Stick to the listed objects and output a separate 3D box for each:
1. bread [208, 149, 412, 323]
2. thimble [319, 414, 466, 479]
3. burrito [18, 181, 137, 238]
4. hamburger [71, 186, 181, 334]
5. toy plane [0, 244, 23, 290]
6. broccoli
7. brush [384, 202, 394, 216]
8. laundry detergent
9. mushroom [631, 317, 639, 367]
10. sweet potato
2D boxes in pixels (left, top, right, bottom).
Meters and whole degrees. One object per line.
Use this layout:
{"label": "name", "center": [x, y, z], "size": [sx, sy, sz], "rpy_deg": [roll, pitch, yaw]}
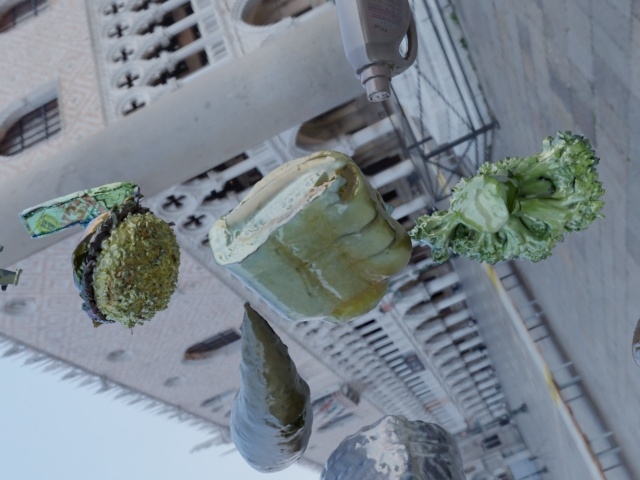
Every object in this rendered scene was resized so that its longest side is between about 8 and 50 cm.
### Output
{"label": "bread", "center": [0.000, 0.000, 1.232], "size": [0.341, 0.300, 0.210], "rpy_deg": [42, -163, -39]}
{"label": "thimble", "center": [0.104, 0.379, 0.937], "size": [0.157, 0.217, 0.246], "rpy_deg": [-93, 20, -51]}
{"label": "burrito", "center": [-0.512, -0.052, 1.398], "size": [0.054, 0.288, 0.104], "rpy_deg": [-60, -47, -75]}
{"label": "hamburger", "center": [-0.352, 0.041, 1.223], "size": [0.243, 0.138, 0.262], "rpy_deg": [-61, -28, -42]}
{"label": "toy plane", "center": [-0.656, 0.091, 1.180], "size": [0.088, 0.192, 0.262], "rpy_deg": [121, 153, -43]}
{"label": "broccoli", "center": [0.375, -0.084, 1.223], "size": [0.275, 0.353, 0.397], "rpy_deg": [44, 169, 15]}
{"label": "brush", "center": [0.120, -0.006, 1.735], "size": [0.082, 0.218, 0.010], "rpy_deg": [21, -170, -12]}
{"label": "laundry detergent", "center": [0.112, -0.353, 1.145], "size": [0.171, 0.076, 0.237], "rpy_deg": [2, -109, -40]}
{"label": "mushroom", "center": [0.586, 0.133, 0.976], "size": [0.194, 0.231, 0.138], "rpy_deg": [8, -113, -54]}
{"label": "sweet potato", "center": [-0.073, 0.238, 0.938], "size": [0.423, 0.130, 0.131], "rpy_deg": [92, 162, -54]}
